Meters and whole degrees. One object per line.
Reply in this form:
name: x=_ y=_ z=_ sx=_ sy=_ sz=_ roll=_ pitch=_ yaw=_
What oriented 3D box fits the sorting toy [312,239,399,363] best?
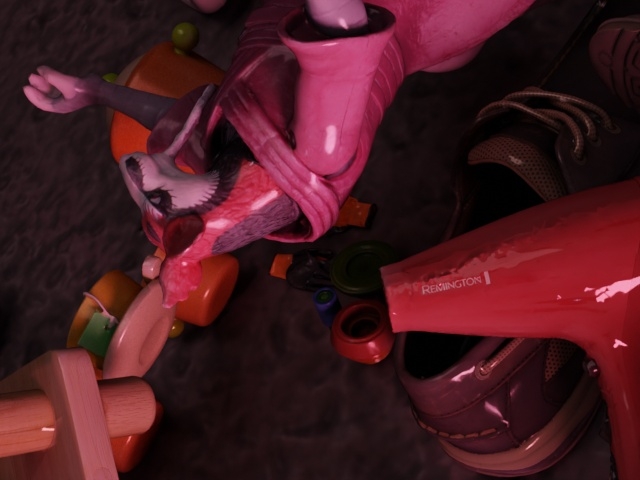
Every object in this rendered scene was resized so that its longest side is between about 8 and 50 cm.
sorting toy: x=0.029 y=0.050 z=0.870 sx=0.061 sy=0.042 sz=0.102 roll=-7 pitch=46 yaw=15

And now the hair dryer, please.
hair dryer: x=0.165 y=0.073 z=0.638 sx=0.294 sy=0.080 sz=0.223 roll=28 pitch=77 yaw=9

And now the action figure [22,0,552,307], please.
action figure: x=0.003 y=-0.107 z=0.754 sx=0.248 sy=0.276 sz=0.370 roll=-12 pitch=47 yaw=58

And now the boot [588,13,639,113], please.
boot: x=0.284 y=-0.147 z=0.722 sx=0.190 sy=0.076 sz=0.208 roll=21 pitch=61 yaw=23

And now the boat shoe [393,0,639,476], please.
boat shoe: x=0.155 y=-0.030 z=0.761 sx=0.132 sy=0.130 sz=0.355 roll=11 pitch=70 yaw=39

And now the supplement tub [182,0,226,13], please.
supplement tub: x=-0.090 y=-0.322 z=1.108 sx=0.199 sy=0.144 sz=0.144 roll=-50 pitch=47 yaw=-1

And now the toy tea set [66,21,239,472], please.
toy tea set: x=-0.137 y=0.006 z=0.895 sx=0.124 sy=0.200 sz=0.336 roll=25 pitch=82 yaw=13

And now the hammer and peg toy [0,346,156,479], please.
hammer and peg toy: x=-0.167 y=0.268 z=0.748 sx=0.266 sy=0.127 sz=0.361 roll=-31 pitch=69 yaw=45

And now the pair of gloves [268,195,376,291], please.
pair of gloves: x=0.000 y=0.000 z=0.936 sx=0.074 sy=0.010 sz=0.083 roll=12 pitch=71 yaw=39
